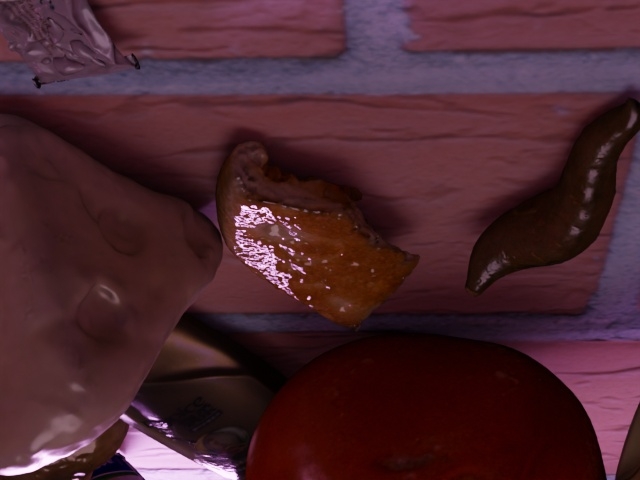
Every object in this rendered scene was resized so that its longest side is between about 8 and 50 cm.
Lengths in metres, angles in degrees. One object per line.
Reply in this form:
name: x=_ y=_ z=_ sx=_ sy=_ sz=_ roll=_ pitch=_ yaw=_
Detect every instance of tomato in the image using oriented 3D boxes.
tomato: x=0.104 y=0.234 z=1.466 sx=0.325 sy=0.290 sz=0.293 roll=7 pitch=143 yaw=36

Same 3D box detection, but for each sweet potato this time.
sweet potato: x=0.191 y=-0.028 z=1.250 sx=0.069 sy=0.059 sz=0.249 roll=23 pitch=142 yaw=-13

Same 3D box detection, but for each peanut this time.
peanut: x=-0.268 y=0.207 z=1.651 sx=0.120 sy=0.110 sz=0.236 roll=27 pitch=134 yaw=-26

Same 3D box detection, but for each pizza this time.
pizza: x=-0.007 y=-0.001 z=1.305 sx=0.134 sy=0.056 sz=0.271 roll=-13 pitch=147 yaw=28

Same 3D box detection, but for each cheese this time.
cheese: x=-0.187 y=0.058 z=1.238 sx=0.173 sy=0.248 sz=0.251 roll=-18 pitch=154 yaw=40

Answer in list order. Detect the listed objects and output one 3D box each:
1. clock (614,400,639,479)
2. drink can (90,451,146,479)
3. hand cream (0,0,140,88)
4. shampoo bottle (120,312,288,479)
clock: x=0.341 y=0.174 z=1.430 sx=0.096 sy=0.235 sz=0.308 roll=23 pitch=157 yaw=29
drink can: x=-0.181 y=0.324 z=1.726 sx=0.097 sy=0.235 sz=0.097 roll=-25 pitch=135 yaw=-29
hand cream: x=-0.206 y=-0.166 z=1.018 sx=0.084 sy=0.050 sz=0.257 roll=-8 pitch=156 yaw=21
shampoo bottle: x=-0.129 y=0.133 z=1.521 sx=0.125 sy=0.084 sz=0.350 roll=-32 pitch=141 yaw=15
